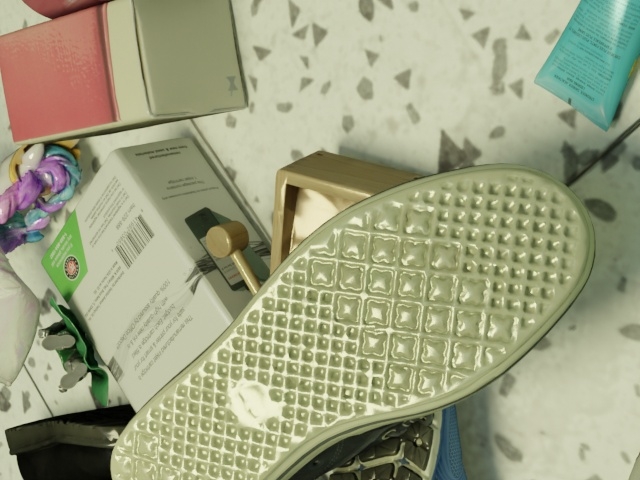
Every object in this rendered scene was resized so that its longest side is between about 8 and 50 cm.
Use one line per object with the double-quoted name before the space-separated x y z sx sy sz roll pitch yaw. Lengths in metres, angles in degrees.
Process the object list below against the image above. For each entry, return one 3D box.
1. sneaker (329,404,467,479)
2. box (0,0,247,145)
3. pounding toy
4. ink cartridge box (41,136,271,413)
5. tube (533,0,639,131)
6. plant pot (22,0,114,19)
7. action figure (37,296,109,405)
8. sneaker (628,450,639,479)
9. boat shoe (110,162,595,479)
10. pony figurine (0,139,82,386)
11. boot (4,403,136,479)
"sneaker" 0.097 0.268 1.090 0.129 0.147 0.330 -6 77 42
"box" -0.219 -0.184 1.221 0.232 0.148 0.127 -5 96 39
"pounding toy" -0.006 0.007 1.121 0.206 0.094 0.181 16 115 26
"ink cartridge box" -0.158 0.065 1.246 0.289 0.121 0.211 54 128 16
"tube" 0.246 -0.195 0.911 0.080 0.052 0.207 43 129 29
"plant pot" -0.252 -0.329 1.200 0.180 0.201 0.201 -29 81 55
"action figure" -0.301 0.134 1.357 0.232 0.063 0.137 165 82 -79
"sneaker" 0.286 0.279 0.948 0.100 0.108 0.271 22 112 36
"boat shoe" 0.024 0.099 0.991 0.500 0.156 0.187 -39 79 24
"pony figurine" -0.470 -0.001 1.372 0.363 0.351 0.303 -15 125 39
"boot" -0.265 0.340 1.383 0.348 0.131 0.260 -18 83 54
